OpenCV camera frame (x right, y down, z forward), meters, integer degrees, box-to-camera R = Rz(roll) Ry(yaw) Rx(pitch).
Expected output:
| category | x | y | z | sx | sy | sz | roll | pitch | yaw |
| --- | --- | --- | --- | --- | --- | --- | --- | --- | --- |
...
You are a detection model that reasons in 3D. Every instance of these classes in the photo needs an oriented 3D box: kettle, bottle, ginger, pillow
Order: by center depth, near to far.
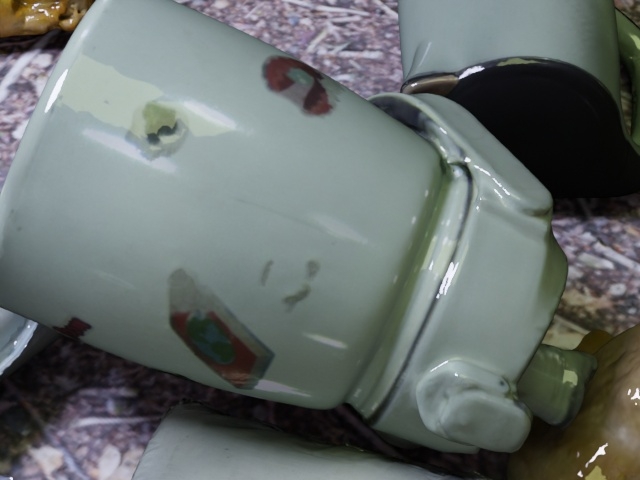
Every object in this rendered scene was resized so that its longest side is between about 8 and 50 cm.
| category | x | y | z | sx | sy | sz | roll | pitch | yaw |
| --- | --- | --- | --- | --- | --- | --- | --- | --- | --- |
| ginger | 0.186 | 0.124 | 0.851 | 0.115 | 0.123 | 0.193 | 32 | 58 | 1 |
| pillow | -0.010 | 0.165 | 0.851 | 0.229 | 0.051 | 0.128 | 14 | 46 | 15 |
| bottle | 0.000 | 0.000 | 0.870 | 0.351 | 0.229 | 0.229 | 22 | 49 | -3 |
| kettle | 0.164 | -0.151 | 1.083 | 0.240 | 0.165 | 0.255 | 20 | 44 | -20 |

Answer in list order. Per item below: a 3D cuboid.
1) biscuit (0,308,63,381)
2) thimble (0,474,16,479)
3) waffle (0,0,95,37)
| category | x | y | z | sx | sy | sz | roll | pitch | yaw |
| --- | --- | --- | --- | --- | --- | --- | --- | --- | --- |
| biscuit | -0.307 | 0.023 | 0.966 | 0.309 | 0.079 | 0.186 | 33 | 52 | 25 |
| thimble | -0.208 | 0.220 | 0.721 | 0.236 | 0.172 | 0.205 | 25 | 49 | 24 |
| waffle | -0.348 | -0.259 | 1.131 | 0.327 | 0.224 | 0.098 | -3 | 38 | -2 |
